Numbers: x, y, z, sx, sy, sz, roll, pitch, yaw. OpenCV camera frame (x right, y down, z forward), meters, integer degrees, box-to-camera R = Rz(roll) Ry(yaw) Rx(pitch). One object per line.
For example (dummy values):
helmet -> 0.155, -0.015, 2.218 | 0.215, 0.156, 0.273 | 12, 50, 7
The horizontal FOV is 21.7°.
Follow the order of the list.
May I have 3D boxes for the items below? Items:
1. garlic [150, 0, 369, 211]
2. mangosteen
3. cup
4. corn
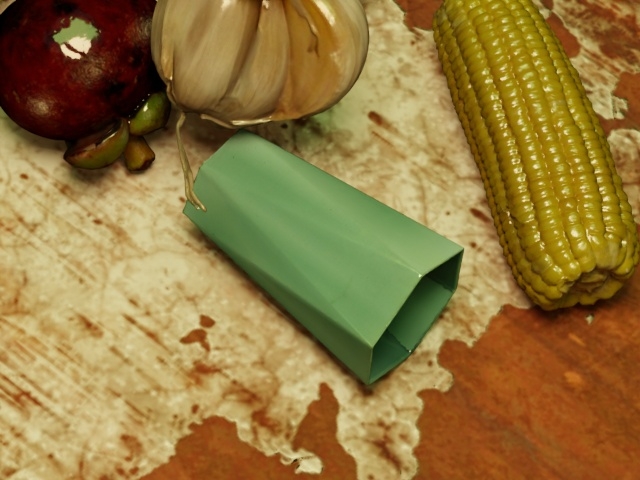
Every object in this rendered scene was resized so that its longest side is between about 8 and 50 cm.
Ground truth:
garlic -> -0.080, -0.168, 1.437 | 0.207, 0.207, 0.257 | 24, 53, 5
mangosteen -> -0.212, -0.152, 1.549 | 0.200, 0.200, 0.200 | 3, 63, -6
cup -> 0.000, 0.000, 1.511 | 0.235, 0.134, 0.148 | 39, 33, 19
corn -> 0.200, -0.100, 1.589 | 0.131, 0.131, 0.344 | -12, 65, -13
